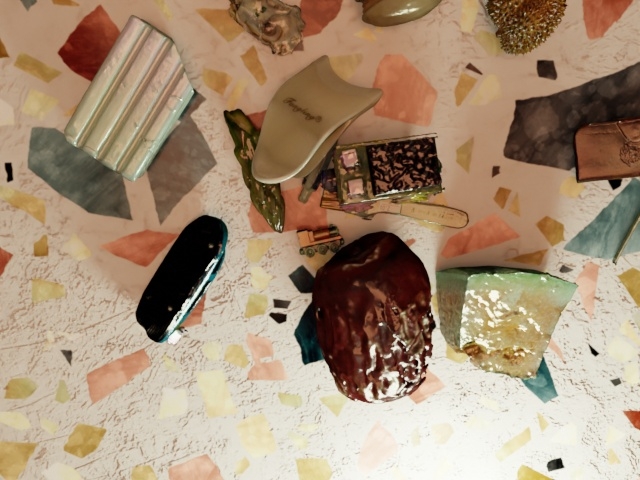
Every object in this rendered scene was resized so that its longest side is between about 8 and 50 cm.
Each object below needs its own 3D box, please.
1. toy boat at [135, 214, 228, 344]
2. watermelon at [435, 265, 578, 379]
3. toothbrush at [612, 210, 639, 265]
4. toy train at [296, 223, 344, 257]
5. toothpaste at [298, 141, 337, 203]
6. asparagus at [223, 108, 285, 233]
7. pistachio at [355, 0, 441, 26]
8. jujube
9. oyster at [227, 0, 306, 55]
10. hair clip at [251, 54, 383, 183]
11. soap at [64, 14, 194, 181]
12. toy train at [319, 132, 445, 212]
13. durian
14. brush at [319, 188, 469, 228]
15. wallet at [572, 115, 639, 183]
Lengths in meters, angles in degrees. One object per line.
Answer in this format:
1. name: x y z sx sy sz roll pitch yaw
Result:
1. toy boat: -0.282 0.085 1.462 0.092 0.134 0.298 26 102 -47
2. watermelon: 0.392 0.150 1.496 0.264 0.151 0.301 5 121 -7
3. toothbrush: 0.730 -0.077 1.502 0.028 0.026 0.294 21 102 6
4. toy train: 0.000 0.000 1.478 0.103 0.044 0.064 -12 94 0
5. toothpaste: 0.006 -0.176 1.426 0.037 0.062 0.216 24 106 -10
6. asparagus: -0.131 -0.145 1.415 0.080 0.080 0.287 -18 105 2
7. pistachio: 0.161 -0.491 1.317 0.185 0.124 0.124 -23 104 6
8. jujube: 0.114 0.171 1.434 0.259 0.258 0.376 -5 99 -2
9. oyster: -0.108 -0.455 1.349 0.166 0.053 0.108 29 128 -17
10. hair clip: -0.030 -0.234 1.346 0.172 0.113 0.282 40 104 25
11. soap: -0.375 -0.285 1.357 0.173 0.095 0.289 32 100 -10
12. toy train: 0.133 -0.133 1.366 0.261 0.177 0.133 -8 90 -6
13. durian: 0.410 -0.466 1.335 0.168 0.137 0.158 -42 123 16
14. brush: 0.168 -0.075 1.476 0.337 0.020 0.085 10 103 -5
15. wallet: 0.682 -0.202 1.449 0.256 0.031 0.137 -5 100 5
